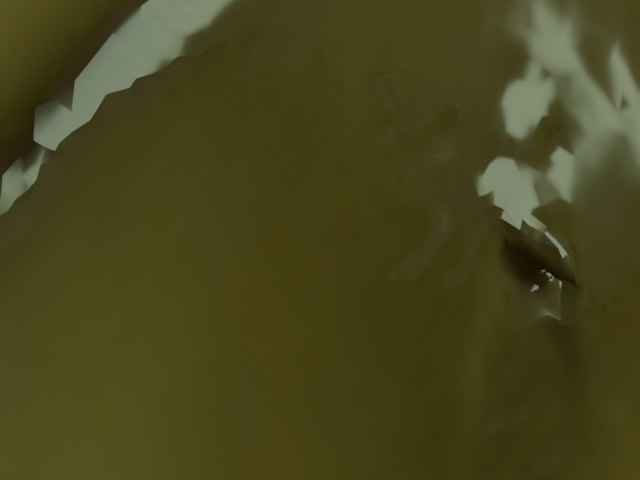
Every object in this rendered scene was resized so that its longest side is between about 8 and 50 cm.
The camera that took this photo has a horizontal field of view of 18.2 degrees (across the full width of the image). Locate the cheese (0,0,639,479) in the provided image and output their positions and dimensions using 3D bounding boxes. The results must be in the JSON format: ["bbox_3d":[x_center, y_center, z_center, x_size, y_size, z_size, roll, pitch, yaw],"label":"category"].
[{"bbox_3d":[0.000,0.000,0.475,0.316,0.128,0.259,-52,129,-30],"label":"cheese"}]
